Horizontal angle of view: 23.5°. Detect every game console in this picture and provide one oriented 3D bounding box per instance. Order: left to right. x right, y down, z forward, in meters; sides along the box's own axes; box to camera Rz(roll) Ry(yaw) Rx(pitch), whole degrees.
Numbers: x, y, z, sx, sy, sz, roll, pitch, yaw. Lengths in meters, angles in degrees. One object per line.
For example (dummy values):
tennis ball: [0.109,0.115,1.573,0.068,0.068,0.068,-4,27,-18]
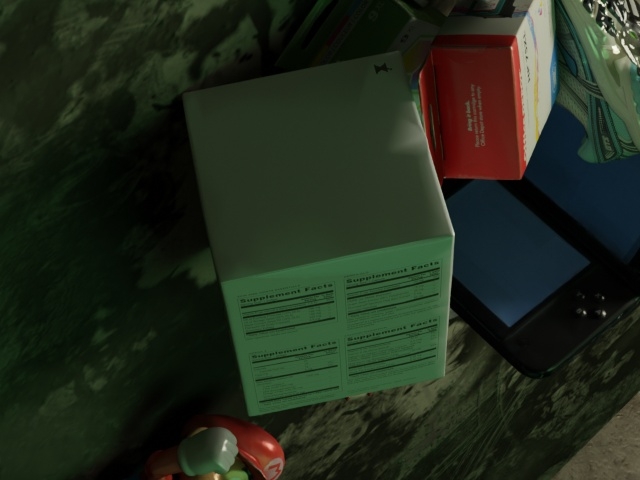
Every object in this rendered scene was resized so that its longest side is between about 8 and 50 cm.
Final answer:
game console: [0.222,-0.048,1.634,0.250,0.293,0.173,-36,153,-21]

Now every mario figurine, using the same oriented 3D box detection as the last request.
mario figurine: [-0.171,0.309,1.690,0.320,0.170,0.198,-25,-177,-25]

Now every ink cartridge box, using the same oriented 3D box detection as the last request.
ink cartridge box: [0.057,-0.176,1.448,0.109,0.062,0.209,-53,155,16]
ink cartridge box: [0.157,-0.145,1.402,0.231,0.078,0.134,-60,147,-52]

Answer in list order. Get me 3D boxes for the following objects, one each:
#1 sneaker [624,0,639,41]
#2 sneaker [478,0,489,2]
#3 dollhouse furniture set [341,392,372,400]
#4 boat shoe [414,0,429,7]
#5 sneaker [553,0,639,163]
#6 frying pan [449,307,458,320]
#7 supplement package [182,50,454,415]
sneaker: [0.319,-0.175,1.734,0.086,0.229,0.132,25,128,-18]
sneaker: [0.122,-0.290,1.276,0.268,0.101,0.153,-13,123,-80]
dollhouse furniture set: [0.065,0.092,1.794,0.129,0.129,0.183,-55,155,20]
boat shoe: [0.083,-0.248,1.416,0.035,0.035,0.100,-46,150,6]
sneaker: [0.245,-0.196,1.530,0.122,0.283,0.110,-24,-167,32]
frying pan: [0.231,0.023,2.067,0.326,0.053,0.197,-21,146,-39]
supplement package: [0.000,0.000,1.385,0.198,0.199,0.263,-11,150,-4]
